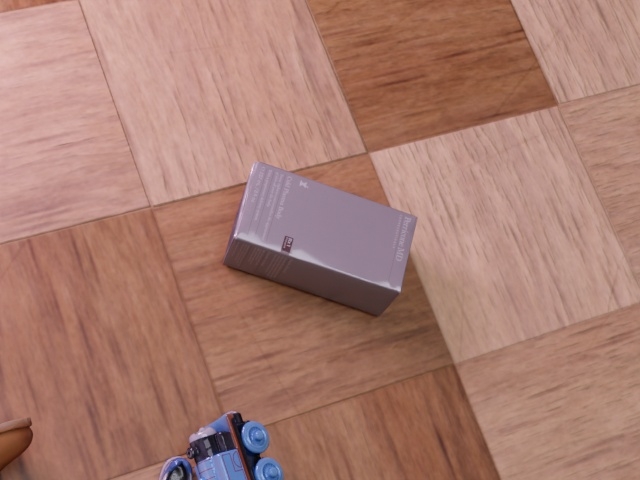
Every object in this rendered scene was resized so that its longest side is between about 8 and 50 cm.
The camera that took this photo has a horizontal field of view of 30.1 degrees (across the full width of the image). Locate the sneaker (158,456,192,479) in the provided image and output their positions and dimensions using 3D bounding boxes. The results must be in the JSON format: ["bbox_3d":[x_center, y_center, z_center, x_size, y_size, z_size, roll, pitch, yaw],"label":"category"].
[{"bbox_3d":[-0.185,0.328,1.454,0.052,0.058,0.135,10,68,-12],"label":"sneaker"}]

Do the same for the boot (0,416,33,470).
[{"bbox_3d":[-0.407,0.352,1.354,0.283,0.109,0.220,-33,83,-26],"label":"boot"}]

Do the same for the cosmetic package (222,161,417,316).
[{"bbox_3d":[0.000,0.000,1.610,0.238,0.107,0.127,16,63,-6],"label":"cosmetic package"}]

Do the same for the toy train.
[{"bbox_3d":[-0.103,0.302,1.463,0.105,0.080,0.184,-6,70,-43],"label":"toy train"}]
